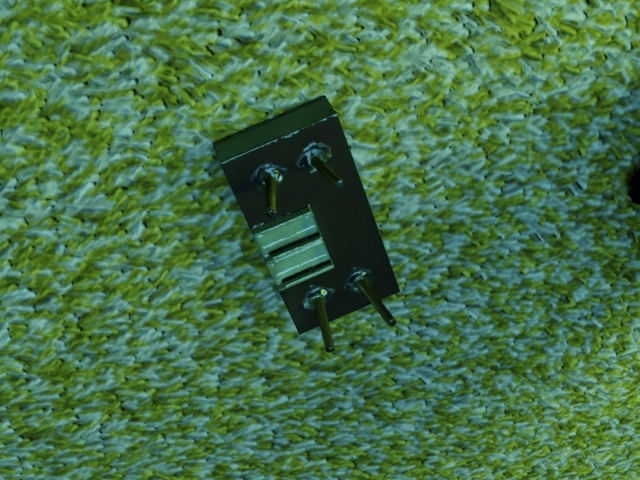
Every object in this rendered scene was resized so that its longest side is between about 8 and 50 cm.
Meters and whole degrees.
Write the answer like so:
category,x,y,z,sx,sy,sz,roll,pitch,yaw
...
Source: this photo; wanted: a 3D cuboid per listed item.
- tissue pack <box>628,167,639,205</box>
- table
category,x,y,z,sx,sy,sz,roll,pitch,yaw
tissue pack,0.536,-0.012,0.948,0.253,0.417,0.264,19,118,-26
table,0.000,0.000,0.954,0.121,0.111,0.240,-24,128,-1
